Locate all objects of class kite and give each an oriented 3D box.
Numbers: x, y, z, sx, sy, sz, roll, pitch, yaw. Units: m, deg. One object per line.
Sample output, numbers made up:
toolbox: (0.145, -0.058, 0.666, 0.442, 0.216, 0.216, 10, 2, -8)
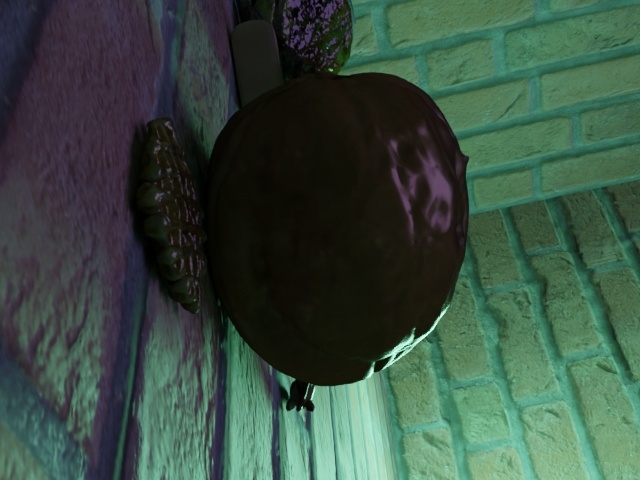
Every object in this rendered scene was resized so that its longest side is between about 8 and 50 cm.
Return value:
kite: (-0.080, -0.345, 1.581, 0.406, 0.014, 0.368, 54, -35, 42)

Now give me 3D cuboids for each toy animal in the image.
toy animal: (-0.036, 0.127, 1.355, 0.170, 0.090, 0.255, -70, 145, -72)

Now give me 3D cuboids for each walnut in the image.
walnut: (0.022, -0.028, 1.094, 0.383, 0.383, 0.383, -12, 90, -84)

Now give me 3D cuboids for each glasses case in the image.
glasses case: (-0.107, -0.295, 1.516, 0.050, 0.083, 0.196, 65, 16, -72)

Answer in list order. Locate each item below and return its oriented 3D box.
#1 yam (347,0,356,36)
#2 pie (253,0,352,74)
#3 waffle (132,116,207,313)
yam: (-0.059, -0.601, 1.972, 0.241, 0.241, 0.348, -96, 169, -46)
pie: (-0.032, -0.450, 1.836, 0.323, 0.070, 0.323, -29, 129, -45)
waffle: (-0.144, -0.026, 0.864, 0.183, 0.036, 0.169, -95, 172, -46)
